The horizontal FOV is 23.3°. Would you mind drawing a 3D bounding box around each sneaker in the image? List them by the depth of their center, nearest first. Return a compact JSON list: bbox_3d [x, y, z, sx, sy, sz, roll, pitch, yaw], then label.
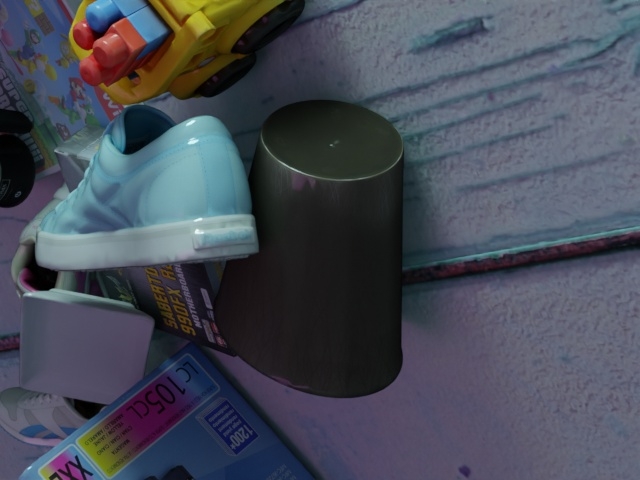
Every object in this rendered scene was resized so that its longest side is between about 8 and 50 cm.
[{"bbox_3d":[-0.166,-0.049,1.459,0.366,0.135,0.150,-4,89,55],"label":"sneaker"},{"bbox_3d":[-0.304,0.050,1.788,0.103,0.111,0.252,27,135,28],"label":"sneaker"},{"bbox_3d":[-0.320,0.213,1.962,0.228,0.087,0.092,11,120,31],"label":"sneaker"}]

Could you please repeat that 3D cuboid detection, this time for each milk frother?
[{"bbox_3d":[-0.402,-0.107,1.705,0.143,0.134,0.129,27,104,24],"label":"milk frother"}]

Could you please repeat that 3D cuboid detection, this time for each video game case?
[{"bbox_3d":[-0.313,-0.175,1.695,0.285,0.025,0.204,-17,106,49],"label":"video game case"}]

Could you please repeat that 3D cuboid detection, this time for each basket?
[{"bbox_3d":[0.000,0.000,1.422,0.204,0.154,0.227,33,135,29],"label":"basket"}]

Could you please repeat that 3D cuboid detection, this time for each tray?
[{"bbox_3d":[-0.266,0.120,1.762,0.145,0.030,0.270,12,152,-5],"label":"tray"}]

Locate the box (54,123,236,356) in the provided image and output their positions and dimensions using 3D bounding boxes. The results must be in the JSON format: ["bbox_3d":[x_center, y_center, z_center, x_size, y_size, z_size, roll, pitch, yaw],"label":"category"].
[{"bbox_3d":[-0.168,0.000,1.637,0.183,0.056,0.231,16,136,35],"label":"box"}]

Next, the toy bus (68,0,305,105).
[{"bbox_3d":[-0.145,-0.190,1.369,0.149,0.211,0.220,50,143,1],"label":"toy bus"}]

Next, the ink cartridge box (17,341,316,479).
[{"bbox_3d":[-0.122,0.350,1.711,0.395,0.270,0.151,48,145,5],"label":"ink cartridge box"}]
